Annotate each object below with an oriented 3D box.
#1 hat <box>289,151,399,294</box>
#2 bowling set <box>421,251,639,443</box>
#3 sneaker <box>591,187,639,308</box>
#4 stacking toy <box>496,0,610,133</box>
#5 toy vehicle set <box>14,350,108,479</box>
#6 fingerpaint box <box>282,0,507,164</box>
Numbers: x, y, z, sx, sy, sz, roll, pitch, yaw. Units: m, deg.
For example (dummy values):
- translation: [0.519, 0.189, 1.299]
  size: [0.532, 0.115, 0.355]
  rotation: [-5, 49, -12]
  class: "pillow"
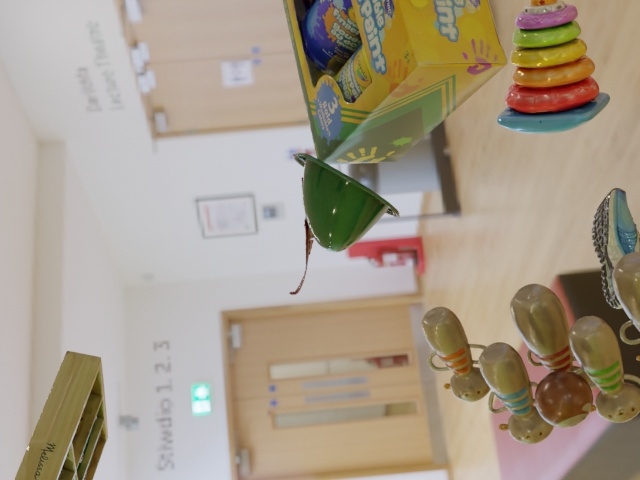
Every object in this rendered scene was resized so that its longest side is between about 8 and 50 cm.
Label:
- translation: [0.000, 0.000, 1.462]
  size: [0.208, 0.173, 0.184]
  rotation: [33, -93, -50]
  class: "hat"
- translation: [0.241, 0.151, 1.046]
  size: [0.154, 0.287, 0.200]
  rotation: [61, -154, -28]
  class: "bowling set"
- translation: [0.398, 0.010, 1.316]
  size: [0.063, 0.073, 0.162]
  rotation: [104, 163, -70]
  class: "sneaker"
- translation: [0.385, -0.348, 1.739]
  size: [0.166, 0.175, 0.302]
  rotation: [-40, -56, -53]
  class: "stacking toy"
- translation: [-0.261, 0.260, 0.964]
  size: [0.166, 0.035, 0.267]
  rotation: [101, -178, -52]
  class: "toy vehicle set"
- translation: [0.084, -0.393, 1.623]
  size: [0.371, 0.163, 0.445]
  rotation: [141, 120, -61]
  class: "fingerpaint box"
